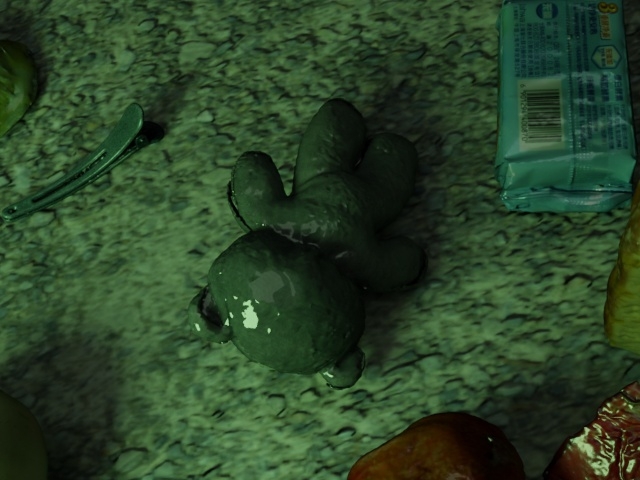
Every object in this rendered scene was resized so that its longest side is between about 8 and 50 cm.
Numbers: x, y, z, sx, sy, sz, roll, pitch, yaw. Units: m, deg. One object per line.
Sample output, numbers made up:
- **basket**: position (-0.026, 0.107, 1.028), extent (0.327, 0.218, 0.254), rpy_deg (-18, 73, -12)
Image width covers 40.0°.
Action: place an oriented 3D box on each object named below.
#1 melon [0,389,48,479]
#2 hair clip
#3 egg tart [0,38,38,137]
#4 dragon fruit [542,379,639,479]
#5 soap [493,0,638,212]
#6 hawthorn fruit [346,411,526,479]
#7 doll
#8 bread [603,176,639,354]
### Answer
- **melon**: position (-0.408, 0.288, 0.872), extent (0.223, 0.223, 0.317), rpy_deg (21, 73, 20)
- **hair clip**: position (-0.306, -0.088, 1.127), extent (0.229, 0.070, 0.039), rpy_deg (-37, 67, 2)
- **egg tart**: position (-0.483, -0.208, 1.202), extent (0.197, 0.078, 0.197), rpy_deg (-4, 67, 9)
- **dragon fruit**: position (0.289, 0.219, 0.803), extent (0.120, 0.161, 0.127), rpy_deg (-41, 53, -11)
- **soap**: position (0.282, -0.169, 1.023), extent (0.156, 0.077, 0.293), rpy_deg (1, 66, 11)
- **hawthorn fruit**: position (0.112, 0.245, 0.822), extent (0.179, 0.173, 0.173), rpy_deg (14, 69, 17)
- **doll**: position (-0.004, 0.005, 0.986), extent (0.246, 0.158, 0.340), rpy_deg (27, 54, -10)
- **bread**: position (0.402, -0.027, 0.821), extent (0.207, 0.279, 0.279), rpy_deg (17, 73, 20)
